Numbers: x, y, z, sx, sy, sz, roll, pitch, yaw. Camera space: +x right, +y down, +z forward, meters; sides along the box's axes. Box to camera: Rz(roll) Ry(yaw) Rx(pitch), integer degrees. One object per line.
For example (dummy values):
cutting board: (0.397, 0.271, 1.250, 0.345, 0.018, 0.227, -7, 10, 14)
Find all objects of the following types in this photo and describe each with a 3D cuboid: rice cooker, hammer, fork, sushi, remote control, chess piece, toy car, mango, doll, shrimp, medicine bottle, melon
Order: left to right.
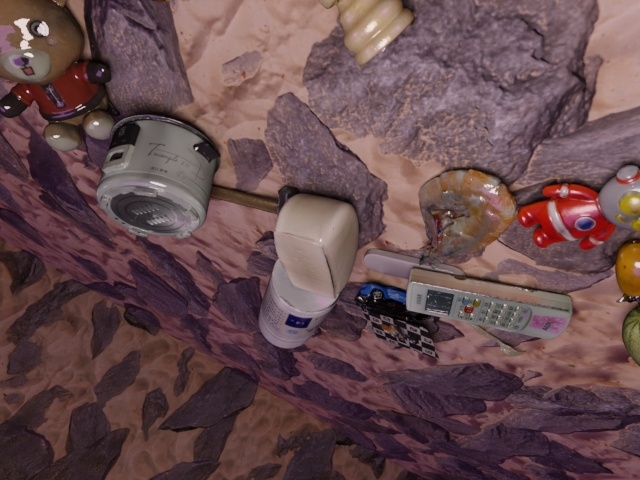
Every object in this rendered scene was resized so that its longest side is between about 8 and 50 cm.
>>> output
doll: (-0.549, -0.352, 0.845, 0.234, 0.174, 0.330, -12, 142, 2)
rice cooker: (-0.353, -0.146, 0.923, 0.280, 0.227, 0.241, -11, 149, 24)
hammer: (-0.212, -0.106, 1.036, 0.365, 0.043, 0.111, 15, 126, 25)
medicine bottle: (-0.069, 0.175, 1.188, 0.189, 0.190, 0.332, 27, 147, 0)
chess piece: (0.038, -0.327, 0.541, 0.170, 0.094, 0.094, 49, 142, -17)
toy car: (0.198, 0.162, 1.101, 0.216, 0.063, 0.103, 13, 152, -6)
sushi: (0.241, 0.257, 1.216, 0.210, 0.040, 0.193, 12, 148, 35)
remote control: (0.222, 0.068, 0.997, 0.244, 0.022, 0.077, 12, 146, 21)
shrimp: (0.247, -0.032, 0.815, 0.164, 0.062, 0.317, 43, 152, 8)
remote control: (0.369, 0.145, 0.945, 0.343, 0.050, 0.145, 10, 145, 17)
fork: (0.438, 0.249, 1.083, 0.219, 0.029, 0.034, 30, 150, -5)
doll: (0.440, -0.048, 0.641, 0.142, 0.076, 0.245, 45, 147, -20)
mango: (0.532, 0.049, 0.701, 0.060, 0.080, 0.114, -12, 125, 25)
melon: (0.644, 0.188, 0.759, 0.192, 0.139, 0.139, 35, 146, -14)

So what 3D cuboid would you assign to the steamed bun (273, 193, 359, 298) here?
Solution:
steamed bun: (0.000, 0.000, 0.928, 0.146, 0.164, 0.242, 14, 147, 21)

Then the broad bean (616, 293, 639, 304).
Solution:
broad bean: (0.657, 0.064, 0.649, 0.338, 0.061, 0.077, -14, 137, 46)
